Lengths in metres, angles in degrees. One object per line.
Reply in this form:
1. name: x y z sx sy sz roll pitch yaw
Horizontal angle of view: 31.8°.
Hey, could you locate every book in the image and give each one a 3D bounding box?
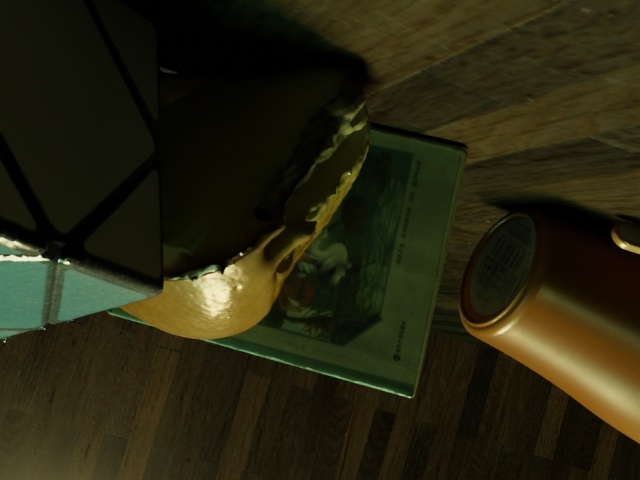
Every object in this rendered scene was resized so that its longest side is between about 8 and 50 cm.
1. book: -0.035 -0.005 0.930 0.283 0.214 0.025 12 -173 16

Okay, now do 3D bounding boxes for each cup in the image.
1. cup: 0.283 0.068 1.050 0.264 0.182 0.226 26 137 -21

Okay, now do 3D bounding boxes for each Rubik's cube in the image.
1. Rubik's cube: -0.235 -0.061 0.691 0.205 0.207 0.205 -17 157 26

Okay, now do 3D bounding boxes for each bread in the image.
1. bread: -0.086 -0.023 0.813 0.262 0.204 0.162 13 146 46
